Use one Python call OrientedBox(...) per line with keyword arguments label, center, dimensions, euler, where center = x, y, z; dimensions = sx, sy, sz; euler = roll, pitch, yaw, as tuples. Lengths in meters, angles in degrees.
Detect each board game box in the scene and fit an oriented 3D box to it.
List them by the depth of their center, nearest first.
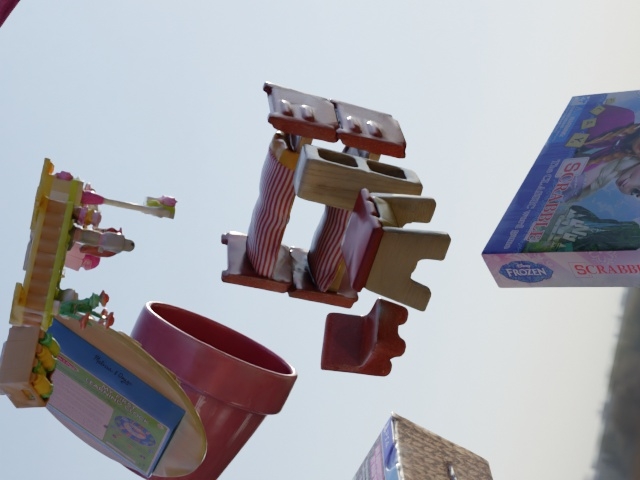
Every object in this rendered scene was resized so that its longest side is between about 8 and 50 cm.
OrientedBox(label="board game box", center=(0.080, 0.393, 1.729), dimensions=(0.291, 0.141, 0.232), euler=(-60, 9, 15))
OrientedBox(label="board game box", center=(0.402, -0.072, 1.817), dimensions=(0.066, 0.318, 0.318), euler=(58, -132, -31))

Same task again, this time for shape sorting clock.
OrientedBox(label="shape sorting clock", center=(-0.188, 0.135, 1.297), dimensions=(0.040, 0.206, 0.206), euler=(-53, -25, -32))

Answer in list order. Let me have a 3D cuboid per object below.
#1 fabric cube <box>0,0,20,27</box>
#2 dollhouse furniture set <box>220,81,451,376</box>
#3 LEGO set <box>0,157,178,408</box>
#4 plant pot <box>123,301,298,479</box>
OrientedBox(label="fabric cube", center=(-0.370, -0.345, 1.321), dimensions=(0.254, 0.259, 0.258), euler=(-31, 40, 53))
OrientedBox(label="dollhouse furniture set", center=(0.000, 0.000, 1.462), dimensions=(0.374, 0.152, 0.201), euler=(-102, 27, -67))
OrientedBox(label="LEGO set", center=(-0.171, 0.016, 1.114), dimensions=(0.287, 0.107, 0.132), euler=(-101, 25, -66))
OrientedBox(label="plant pot", center=(-0.154, 0.194, 1.735), dimensions=(0.180, 0.201, 0.201), euler=(-64, -13, 4))
